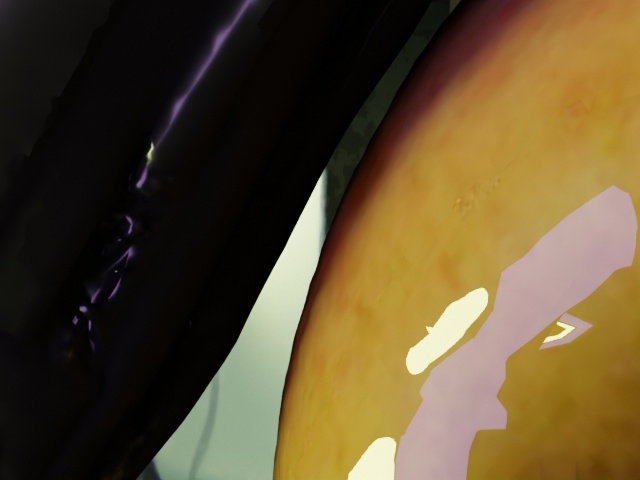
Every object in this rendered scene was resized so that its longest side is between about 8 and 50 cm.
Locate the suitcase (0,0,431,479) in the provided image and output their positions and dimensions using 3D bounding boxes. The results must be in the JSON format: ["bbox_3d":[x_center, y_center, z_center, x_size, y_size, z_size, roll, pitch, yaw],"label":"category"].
[{"bbox_3d":[-0.048,-0.121,0.482,0.188,0.345,0.339,32,114,-5],"label":"suitcase"}]

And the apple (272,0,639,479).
[{"bbox_3d":[0.161,0.059,0.402,0.364,0.364,0.364,17,111,52],"label":"apple"}]

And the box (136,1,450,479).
[{"bbox_3d":[0.000,0.000,0.767,0.130,0.162,0.227,11,106,42],"label":"box"}]

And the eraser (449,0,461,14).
[{"bbox_3d":[0.095,-0.190,0.654,0.078,0.076,0.298,15,109,52],"label":"eraser"}]
